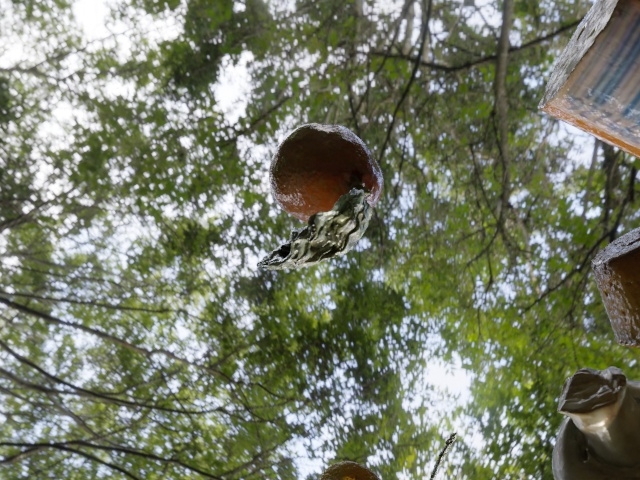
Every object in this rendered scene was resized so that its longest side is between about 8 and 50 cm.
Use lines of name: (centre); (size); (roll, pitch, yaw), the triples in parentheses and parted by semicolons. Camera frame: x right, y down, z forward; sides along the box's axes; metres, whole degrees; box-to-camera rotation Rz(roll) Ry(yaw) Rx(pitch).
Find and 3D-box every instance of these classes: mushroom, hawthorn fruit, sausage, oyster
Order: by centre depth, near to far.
oyster: (0.000, 0.000, 0.508); (0.100, 0.098, 0.037); (-34, -89, -6)
sausage: (0.448, -0.197, 0.821); (0.287, 0.233, 0.233); (27, -113, 6)
mushroom: (0.532, 0.358, 1.182); (0.297, 0.290, 0.297); (-32, -151, 20)
hawthorn fruit: (0.026, -0.104, 1.185); (0.199, 0.199, 0.251); (-36, -150, -12)

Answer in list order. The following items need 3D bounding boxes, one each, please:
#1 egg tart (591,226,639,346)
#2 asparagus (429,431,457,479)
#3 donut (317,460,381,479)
egg tart: (0.527, 0.063, 1.078); (0.202, 0.202, 0.147); (-33, -90, -10)
asparagus: (0.219, 0.398, 1.236); (0.016, 0.163, 0.016); (21, -147, 11)
donut: (0.055, 0.457, 1.210); (0.151, 0.058, 0.152); (7, -150, -4)
